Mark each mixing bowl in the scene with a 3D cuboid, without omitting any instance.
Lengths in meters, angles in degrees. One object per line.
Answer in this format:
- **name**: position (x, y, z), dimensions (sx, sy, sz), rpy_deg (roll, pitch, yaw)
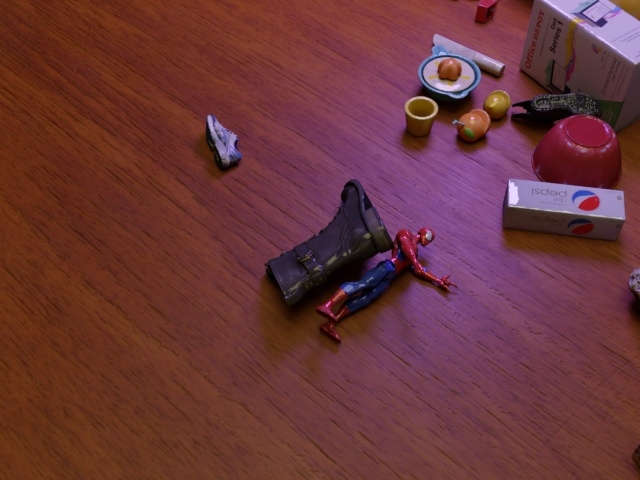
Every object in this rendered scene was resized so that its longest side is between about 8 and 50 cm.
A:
- **mixing bowl**: position (0.523, -0.184, 1.623), dimensions (0.182, 0.098, 0.181), rpy_deg (0, 53, 0)

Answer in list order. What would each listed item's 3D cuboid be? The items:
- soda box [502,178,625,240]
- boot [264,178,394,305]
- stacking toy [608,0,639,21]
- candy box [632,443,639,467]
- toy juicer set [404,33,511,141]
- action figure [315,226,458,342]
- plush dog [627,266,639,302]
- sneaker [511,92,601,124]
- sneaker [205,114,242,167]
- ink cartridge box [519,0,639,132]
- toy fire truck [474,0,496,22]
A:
- **soda box**: position (0.459, -0.058, 1.544), dimensions (0.216, 0.069, 0.073), rpy_deg (7, 53, 7)
- **boot**: position (0.000, 0.000, 1.480), dimensions (0.229, 0.091, 0.263), rpy_deg (-28, 25, 3)
- **stacking toy**: position (0.691, -0.582, 1.851), dimensions (0.351, 0.350, 0.479), rpy_deg (-18, 72, -13)
- **candy box**: position (0.584, 0.296, 1.244), dimensions (0.187, 0.109, 0.053), rpy_deg (-18, 54, -13)
- **toy juicer set**: position (0.314, -0.347, 1.755), dimensions (0.209, 0.089, 0.329), rpy_deg (13, 53, 11)
- **action figure**: position (0.136, 0.080, 1.429), dimensions (0.139, 0.091, 0.280), rpy_deg (30, 59, 29)
- **plush dog**: position (0.697, 0.035, 1.416), dimensions (0.263, 0.210, 0.225), rpy_deg (22, 29, 15)
- **sneaker**: position (0.489, -0.273, 1.699), dimensions (0.170, 0.089, 0.051), rpy_deg (5, 82, 5)
- **sneaker**: position (-0.200, -0.206, 1.684), dimensions (0.058, 0.052, 0.135), rpy_deg (-12, 60, -21)
- **ink cartridge box**: position (0.567, -0.388, 1.713), dimensions (0.117, 0.201, 0.278), rpy_deg (-29, 57, -20)
- **toy fire truck**: position (0.389, -0.619, 1.991), dimensions (0.135, 0.047, 0.192), rpy_deg (26, 56, 19)
